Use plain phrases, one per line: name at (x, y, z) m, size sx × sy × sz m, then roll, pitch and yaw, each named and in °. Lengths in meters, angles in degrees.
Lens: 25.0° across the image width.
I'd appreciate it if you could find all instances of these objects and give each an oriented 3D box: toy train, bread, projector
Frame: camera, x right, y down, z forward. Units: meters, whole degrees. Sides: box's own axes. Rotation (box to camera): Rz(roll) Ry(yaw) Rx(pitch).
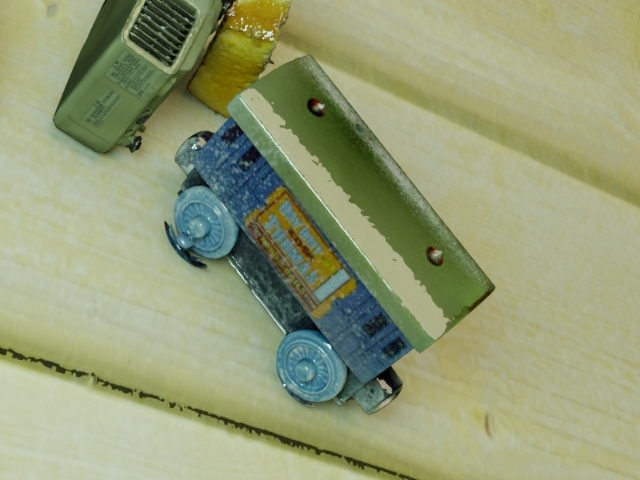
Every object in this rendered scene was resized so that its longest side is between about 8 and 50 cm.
toy train at (0.000, 0.000, 1.266) m, size 0.300 × 0.202 × 0.131 m, roll 51°, pitch 42°, yaw 4°
bread at (-0.070, -0.196, 1.375) m, size 0.065 × 0.187 × 0.103 m, roll 27°, pitch 61°, yaw -10°
projector at (-0.140, -0.220, 1.320) m, size 0.088 × 0.193 × 0.270 m, roll 31°, pitch 46°, yaw -18°
